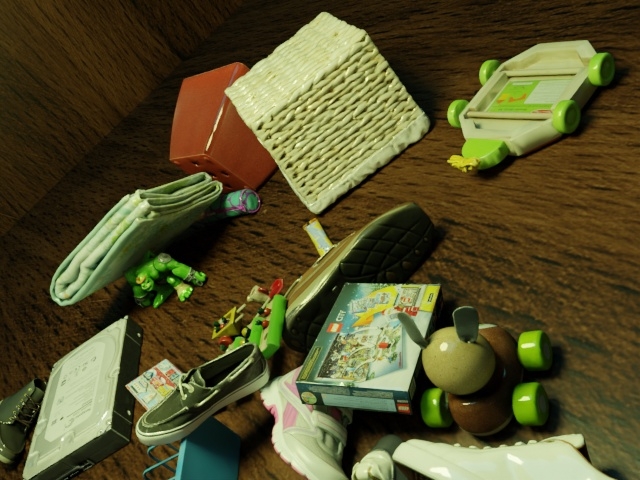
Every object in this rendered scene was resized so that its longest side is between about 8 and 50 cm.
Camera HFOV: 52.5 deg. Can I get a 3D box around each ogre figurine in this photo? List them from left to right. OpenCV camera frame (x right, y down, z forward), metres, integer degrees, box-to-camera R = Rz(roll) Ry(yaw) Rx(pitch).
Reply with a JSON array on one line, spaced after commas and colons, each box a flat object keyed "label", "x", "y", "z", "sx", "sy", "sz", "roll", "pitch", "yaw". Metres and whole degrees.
[{"label": "ogre figurine", "x": -0.376, "y": 0.089, "z": 1.507, "sx": 0.197, "sy": 0.118, "sz": 0.097, "roll": -6, "pitch": 45, "yaw": 43}]

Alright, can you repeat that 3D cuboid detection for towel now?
[{"label": "towel", "x": -0.428, "y": -0.008, "z": 1.535, "sx": 0.374, "sy": 0.090, "sz": 0.320, "roll": -39, "pitch": -4, "yaw": 28}]

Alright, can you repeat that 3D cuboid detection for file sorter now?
[{"label": "file sorter", "x": -0.203, "y": 0.363, "z": 0.993, "sx": 0.104, "sy": 0.118, "sz": 0.170, "roll": -31, "pitch": 33, "yaw": 20}]

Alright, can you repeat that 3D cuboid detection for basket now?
[{"label": "basket", "x": 0.006, "y": -0.297, "z": 1.454, "sx": 0.331, "sy": 0.266, "sz": 0.328, "roll": -37, "pitch": 31, "yaw": 2}]

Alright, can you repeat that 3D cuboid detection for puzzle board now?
[{"label": "puzzle board", "x": -0.324, "y": 0.283, "z": 1.287, "sx": 0.096, "sy": 0.011, "sz": 0.128, "roll": -32, "pitch": 27, "yaw": -25}]

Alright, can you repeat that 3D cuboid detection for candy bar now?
[{"label": "candy bar", "x": 0.000, "y": 0.000, "z": 1.322, "sx": 0.040, "sy": 0.018, "sz": 0.161, "roll": -37, "pitch": 33, "yaw": 4}]

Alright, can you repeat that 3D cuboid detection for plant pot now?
[{"label": "plant pot", "x": -0.237, "y": -0.267, "z": 1.698, "sx": 0.267, "sy": 0.267, "sz": 0.235, "roll": 1, "pitch": 64, "yaw": 47}]

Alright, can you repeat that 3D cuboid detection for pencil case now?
[{"label": "pencil case", "x": -0.223, "y": -0.086, "z": 1.616, "sx": 0.152, "sy": 0.064, "sz": 0.070, "roll": -11, "pitch": 26, "yaw": 39}]

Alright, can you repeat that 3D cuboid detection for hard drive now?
[{"label": "hard drive", "x": -0.498, "y": 0.337, "z": 1.383, "sx": 0.237, "sy": 0.064, "sz": 0.339, "roll": -33, "pitch": 33, "yaw": 13}]

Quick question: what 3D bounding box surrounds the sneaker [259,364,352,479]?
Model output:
[{"label": "sneaker", "x": -0.007, "y": 0.256, "z": 0.933, "sx": 0.111, "sy": 0.103, "sz": 0.252, "roll": -40, "pitch": 32, "yaw": 3}]

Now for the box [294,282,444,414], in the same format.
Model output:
[{"label": "box", "x": 0.079, "y": 0.146, "z": 0.943, "sx": 0.159, "sy": 0.044, "sz": 0.233, "roll": -1, "pitch": 32, "yaw": 24}]

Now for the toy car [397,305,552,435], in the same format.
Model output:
[{"label": "toy car", "x": 0.177, "y": 0.137, "z": 0.806, "sx": 0.155, "sy": 0.188, "sz": 0.149, "roll": -14, "pitch": 41, "yaw": 35}]

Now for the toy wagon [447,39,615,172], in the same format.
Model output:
[{"label": "toy wagon", "x": 0.360, "y": -0.240, "z": 1.198, "sx": 0.344, "sy": 0.068, "sz": 0.267, "roll": -51, "pitch": 33, "yaw": -15}]

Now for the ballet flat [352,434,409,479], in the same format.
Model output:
[{"label": "ballet flat", "x": 0.068, "y": 0.322, "z": 0.805, "sx": 0.074, "sy": 0.074, "sz": 0.203, "roll": -18, "pitch": 38, "yaw": 31}]

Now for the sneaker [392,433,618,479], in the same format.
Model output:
[{"label": "sneaker", "x": 0.221, "y": 0.260, "z": 0.704, "sx": 0.290, "sy": 0.106, "sz": 0.123, "roll": 11, "pitch": 53, "yaw": 39}]

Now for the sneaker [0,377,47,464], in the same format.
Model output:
[{"label": "sneaker", "x": -0.685, "y": 0.400, "z": 1.478, "sx": 0.118, "sy": 0.083, "sz": 0.222, "roll": -40, "pitch": 31, "yaw": -1}]

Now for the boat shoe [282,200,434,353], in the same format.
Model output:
[{"label": "boat shoe", "x": 0.046, "y": 0.049, "z": 1.121, "sx": 0.324, "sy": 0.122, "sz": 0.120, "roll": -41, "pitch": 27, "yaw": -2}]

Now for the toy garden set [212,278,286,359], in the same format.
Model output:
[{"label": "toy garden set", "x": -0.144, "y": 0.164, "z": 1.153, "sx": 0.244, "sy": 0.049, "sz": 0.203, "roll": -48, "pitch": 23, "yaw": 35}]

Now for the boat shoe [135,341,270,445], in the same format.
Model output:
[{"label": "boat shoe", "x": -0.184, "y": 0.224, "z": 0.979, "sx": 0.219, "sy": 0.070, "sz": 0.078, "roll": -30, "pitch": 39, "yaw": -15}]
